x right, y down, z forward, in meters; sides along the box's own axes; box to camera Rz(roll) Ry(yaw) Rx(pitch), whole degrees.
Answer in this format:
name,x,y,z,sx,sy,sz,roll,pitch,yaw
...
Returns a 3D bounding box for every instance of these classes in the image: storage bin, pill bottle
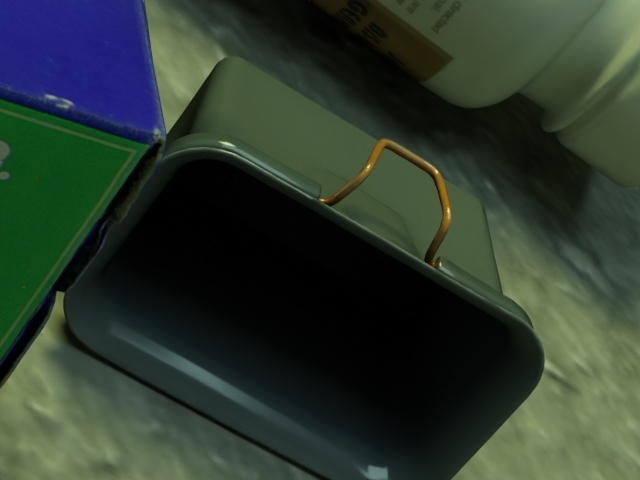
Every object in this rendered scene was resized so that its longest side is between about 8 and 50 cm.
name,x,y,z,sx,sy,sz,roll,pitch,yaw
storage bin,0.000,0.000,0.557,0.135,0.098,0.091,29,30,-16
pill bottle,0.059,-0.127,0.685,0.229,0.131,0.131,36,39,-8

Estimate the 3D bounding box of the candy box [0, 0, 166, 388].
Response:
name,x,y,z,sx,sy,sz,roll,pitch,yaw
candy box,-0.213,-0.121,0.448,0.317,0.122,0.268,16,41,-29
